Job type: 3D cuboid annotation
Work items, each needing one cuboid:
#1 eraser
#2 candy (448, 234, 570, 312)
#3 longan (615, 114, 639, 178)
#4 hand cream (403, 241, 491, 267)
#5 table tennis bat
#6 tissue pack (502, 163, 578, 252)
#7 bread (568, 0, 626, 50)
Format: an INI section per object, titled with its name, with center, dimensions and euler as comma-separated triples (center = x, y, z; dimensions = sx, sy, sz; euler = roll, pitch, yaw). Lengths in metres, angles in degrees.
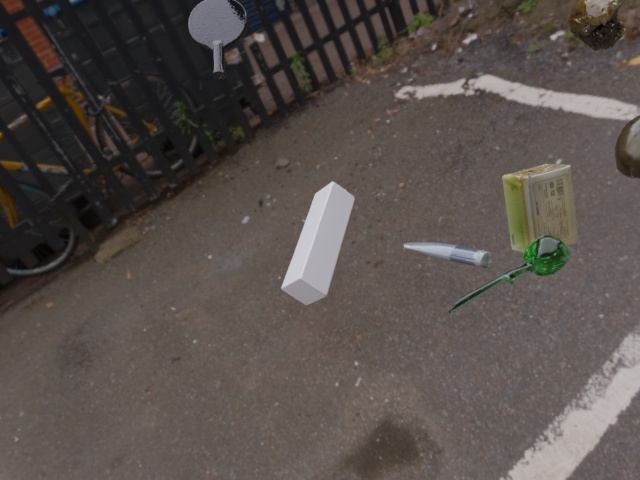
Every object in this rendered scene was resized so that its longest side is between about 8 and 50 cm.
[eraser]
center = 0.000, 0.001, 1.203
dimensions = 0.078, 0.076, 0.298
euler = -32, 30, 45
[candy]
center = 0.428, 0.087, 1.193
dimensions = 0.324, 0.097, 0.097
euler = -27, 29, -10
[longan]
center = 0.876, -0.251, 1.382
dimensions = 0.187, 0.167, 0.167
euler = -56, 36, -7
[hand cream]
center = 0.341, 0.032, 1.414
dimensions = 0.255, 0.080, 0.048
euler = 10, 90, 49
[table tennis bat]
center = -0.251, -0.505, 1.276
dimensions = 0.150, 0.027, 0.236
euler = -6, 73, 1
[tissue pack]
center = 0.630, -0.092, 1.486
dimensions = 0.159, 0.234, 0.125
euler = -17, 14, -18
[bread]
center = 0.444, -0.355, 0.844
dimensions = 0.082, 0.113, 0.060
euler = 47, 111, 33
